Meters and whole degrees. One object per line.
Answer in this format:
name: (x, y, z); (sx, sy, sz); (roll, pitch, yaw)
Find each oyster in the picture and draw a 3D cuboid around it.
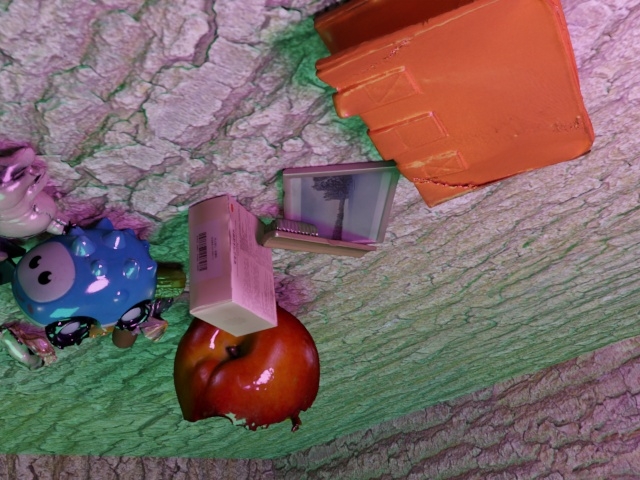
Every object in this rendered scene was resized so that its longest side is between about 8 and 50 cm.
oyster: (-0.744, 0.268, 1.611); (0.163, 0.081, 0.191); (35, 135, -16)

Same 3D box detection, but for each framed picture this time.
framed picture: (0.034, -0.059, 1.231); (0.213, 0.016, 0.289); (-5, 152, -5)

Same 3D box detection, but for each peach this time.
peach: (-0.170, 0.289, 1.517); (0.335, 0.309, 0.406); (-1, 169, 14)

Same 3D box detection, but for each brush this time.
brush: (0.000, 0.000, 1.274); (0.282, 0.048, 0.054); (10, 151, -43)

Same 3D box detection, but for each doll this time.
doll: (-0.486, -0.065, 1.011); (0.149, 0.095, 0.192); (-7, 150, -7)

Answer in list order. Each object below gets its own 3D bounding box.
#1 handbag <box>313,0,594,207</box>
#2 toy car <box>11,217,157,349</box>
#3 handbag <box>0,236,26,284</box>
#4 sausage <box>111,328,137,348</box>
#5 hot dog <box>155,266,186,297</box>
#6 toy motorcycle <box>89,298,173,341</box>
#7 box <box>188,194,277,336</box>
handbag: (0.201, -0.208, 0.897); (0.304, 0.116, 0.410); (-17, 150, 24)
toy car: (-0.414, 0.059, 1.156); (0.255, 0.188, 0.190); (-10, 138, -42)
handbag: (-0.677, 0.005, 1.080); (0.269, 0.118, 0.325); (-13, 154, 9)
sausage: (-0.483, 0.222, 1.588); (0.062, 0.062, 0.154); (4, 149, -22)
hot dog: (-0.403, 0.087, 1.353); (0.236, 0.062, 0.092); (1, 151, -22)
toy motorcycle: (-0.433, 0.174, 1.436); (0.229, 0.129, 0.094); (-14, 172, 12)
box: (-0.162, 0.050, 1.178); (0.095, 0.211, 0.168); (-16, 151, 17)
